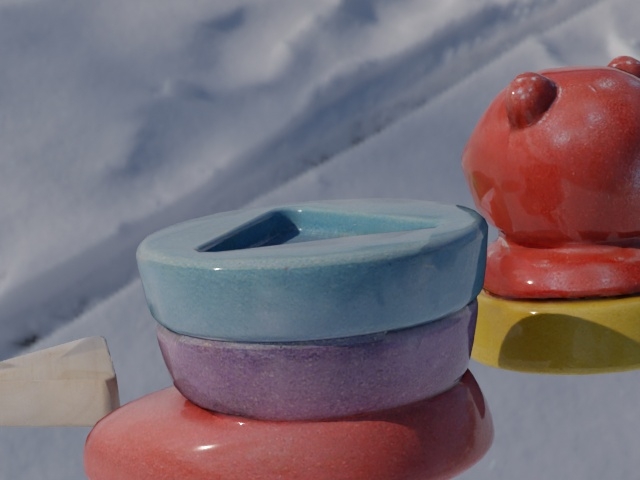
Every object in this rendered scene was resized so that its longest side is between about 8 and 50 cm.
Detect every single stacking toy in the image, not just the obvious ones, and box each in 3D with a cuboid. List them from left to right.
[{"bbox_3d":[0.000,0.000,0.675,0.279,0.130,0.309,3,13,39],"label":"stacking toy"}]
